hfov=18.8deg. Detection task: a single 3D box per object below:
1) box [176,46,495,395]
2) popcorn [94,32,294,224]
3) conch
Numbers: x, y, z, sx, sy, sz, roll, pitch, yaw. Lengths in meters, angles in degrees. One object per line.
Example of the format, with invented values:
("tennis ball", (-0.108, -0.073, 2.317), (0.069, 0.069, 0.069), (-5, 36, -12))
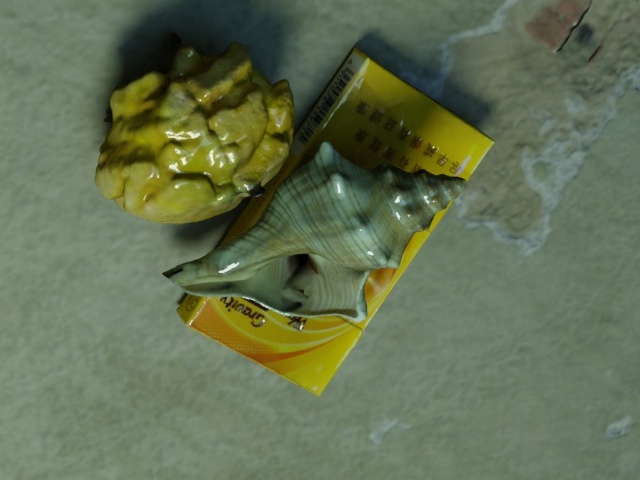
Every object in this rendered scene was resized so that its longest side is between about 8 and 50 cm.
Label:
("box", (0.013, -0.013, 1.630), (0.152, 0.043, 0.269), (31, 98, -29))
("popcorn", (-0.095, -0.081, 1.496), (0.167, 0.152, 0.148), (-28, 163, -38))
("conch", (0.010, -0.005, 1.555), (0.234, 0.114, 0.137), (-31, 113, 34))
